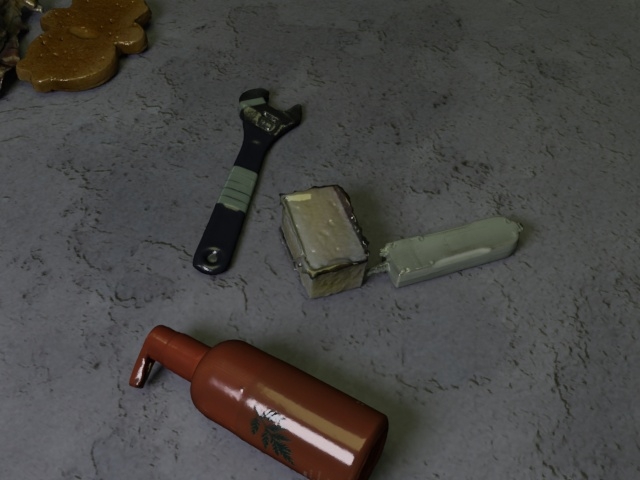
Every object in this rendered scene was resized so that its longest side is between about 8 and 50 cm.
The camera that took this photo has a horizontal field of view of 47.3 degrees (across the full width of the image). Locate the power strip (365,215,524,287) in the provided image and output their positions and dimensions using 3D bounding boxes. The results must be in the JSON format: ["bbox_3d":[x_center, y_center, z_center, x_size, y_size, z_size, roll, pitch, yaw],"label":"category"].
[{"bbox_3d":[0.139,0.013,0.814,0.191,0.030,0.047,-14,53,-12],"label":"power strip"}]

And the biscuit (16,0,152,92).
[{"bbox_3d":[-0.339,-0.286,1.061,0.166,0.036,0.225,13,53,5],"label":"biscuit"}]

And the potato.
[{"bbox_3d":[0.001,0.002,0.804,0.086,0.061,0.122,-13,53,-12],"label":"potato"}]

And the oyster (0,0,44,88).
[{"bbox_3d":[-0.517,-0.285,1.020,0.275,0.100,0.270,-13,66,-17],"label":"oyster"}]

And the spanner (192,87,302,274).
[{"bbox_3d":[-0.089,-0.081,0.899,0.087,0.024,0.315,12,50,2],"label":"spanner"}]

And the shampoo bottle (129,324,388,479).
[{"bbox_3d":[-0.060,0.144,0.670,0.244,0.085,0.085,22,53,20],"label":"shampoo bottle"}]
